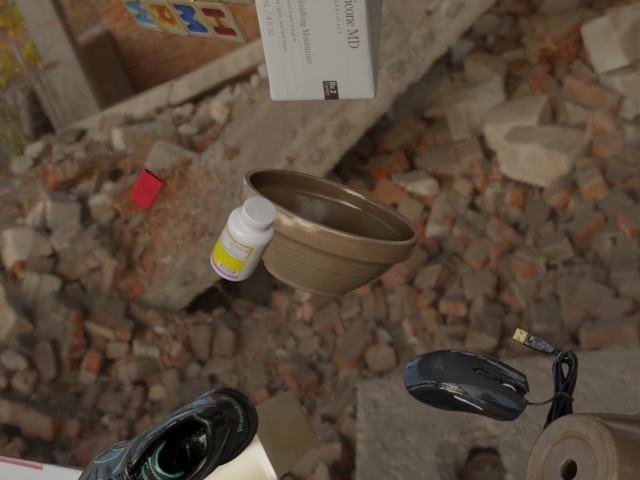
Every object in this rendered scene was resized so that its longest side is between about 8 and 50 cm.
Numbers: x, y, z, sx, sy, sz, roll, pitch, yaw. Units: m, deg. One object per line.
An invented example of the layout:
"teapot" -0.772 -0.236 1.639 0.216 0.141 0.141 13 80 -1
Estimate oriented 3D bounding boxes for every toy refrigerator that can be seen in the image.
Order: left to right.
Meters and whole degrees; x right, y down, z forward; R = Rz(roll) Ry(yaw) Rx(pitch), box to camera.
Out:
"toy refrigerator" -0.084 0.264 1.201 0.102 0.094 0.269 -27 -8 7

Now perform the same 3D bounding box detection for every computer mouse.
"computer mouse" 0.267 0.189 1.426 0.262 0.060 0.184 17 49 11

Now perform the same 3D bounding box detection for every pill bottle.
"pill bottle" -0.067 -0.003 0.849 0.043 0.043 0.083 -41 -11 -42

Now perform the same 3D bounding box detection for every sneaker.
"sneaker" -0.192 0.249 1.017 0.267 0.101 0.106 -40 -9 9

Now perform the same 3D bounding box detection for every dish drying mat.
"dish drying mat" -0.225 -0.066 1.232 0.008 0.032 0.083 -58 7 -33

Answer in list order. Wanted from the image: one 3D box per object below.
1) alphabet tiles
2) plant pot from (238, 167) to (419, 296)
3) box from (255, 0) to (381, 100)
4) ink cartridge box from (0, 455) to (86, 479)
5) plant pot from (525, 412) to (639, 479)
"alphabet tiles" -0.218 -0.341 1.054 0.342 0.285 0.011 19 61 46
"plant pot" 0.000 0.000 1.227 0.237 0.109 0.237 17 16 -5
"box" 0.001 -0.275 1.015 0.119 0.181 0.182 -1 52 7
"ink cartridge box" -0.261 0.428 1.390 0.279 0.385 0.160 -7 68 44
"plant pot" 0.397 0.324 1.237 0.263 0.229 0.263 -40 37 39
